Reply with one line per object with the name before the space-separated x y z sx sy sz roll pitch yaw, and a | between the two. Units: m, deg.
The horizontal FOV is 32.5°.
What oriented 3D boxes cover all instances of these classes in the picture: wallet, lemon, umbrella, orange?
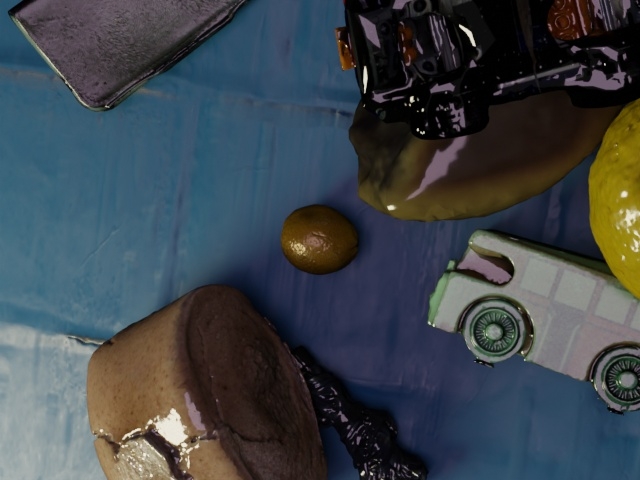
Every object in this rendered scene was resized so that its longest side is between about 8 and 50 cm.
wallet | -0.201 -0.302 1.326 0.318 0.045 0.172 -36 102 8
lemon | 0.383 -0.040 1.062 0.245 0.320 0.245 -5 80 32
umbrella | 0.037 0.218 1.332 0.080 0.071 0.224 -38 80 -17
orange | 0.000 0.000 1.309 0.095 0.085 0.085 11 98 8

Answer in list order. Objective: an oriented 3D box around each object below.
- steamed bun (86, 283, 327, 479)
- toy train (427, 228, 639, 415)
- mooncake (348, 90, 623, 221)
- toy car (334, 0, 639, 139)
steamed bun | -0.150 0.227 1.290 0.251 0.199 0.301 -28 87 26
toy train | 0.285 0.093 1.229 0.326 0.129 0.159 20 94 11
mooncake | 0.130 -0.218 1.169 0.393 0.246 0.394 35 101 -1
toy car | 0.163 -0.205 0.995 0.301 0.118 0.193 -12 110 1
